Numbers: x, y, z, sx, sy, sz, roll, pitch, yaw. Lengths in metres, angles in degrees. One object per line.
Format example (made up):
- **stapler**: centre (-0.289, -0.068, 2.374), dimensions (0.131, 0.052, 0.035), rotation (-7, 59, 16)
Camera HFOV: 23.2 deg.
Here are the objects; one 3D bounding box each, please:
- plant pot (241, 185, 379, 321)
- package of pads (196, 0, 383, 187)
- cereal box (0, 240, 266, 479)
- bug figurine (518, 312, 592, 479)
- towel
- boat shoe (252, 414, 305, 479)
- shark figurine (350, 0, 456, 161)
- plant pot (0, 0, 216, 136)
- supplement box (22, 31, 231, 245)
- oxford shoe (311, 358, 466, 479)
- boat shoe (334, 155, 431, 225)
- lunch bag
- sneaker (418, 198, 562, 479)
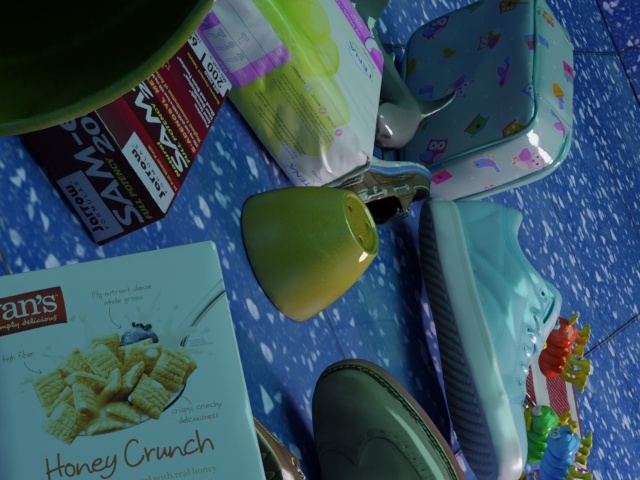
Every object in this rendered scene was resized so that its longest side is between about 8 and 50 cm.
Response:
- **plant pot**: centre (0.000, 0.000, 1.518), dimensions (0.134, 0.095, 0.134), rotation (48, 29, -38)
- **package of pads**: centre (-0.043, -0.221, 1.622), dimensions (0.296, 0.101, 0.229), rotation (53, 26, -28)
- **cereal box**: centre (-0.131, 0.128, 1.035), dimensions (0.047, 0.173, 0.240), rotation (106, -28, -67)
- **bug figurine**: centre (0.269, 0.224, 1.824), dimensions (0.279, 0.072, 0.216), rotation (-79, 178, -54)
- **towel**: centre (0.254, 0.133, 2.026), dimensions (0.329, 0.037, 0.237), rotation (51, 26, -37)
- **boat shoe**: centre (-0.048, 0.195, 1.284), dimensions (0.060, 0.064, 0.178), rotation (-88, 153, -54)
- **shark figurine**: centre (0.100, -0.188, 1.874), dimensions (0.166, 0.116, 0.278), rotation (66, 12, -45)
- **plant pot**: centre (-0.237, -0.314, 1.031), dimensions (0.366, 0.366, 0.353), rotation (51, 16, -32)
- **supplement box**: centre (-0.160, -0.116, 1.310), dimensions (0.130, 0.073, 0.239), rotation (57, 26, -23)
- **oxford shoe**: centre (0.066, 0.274, 1.381), dimensions (0.130, 0.123, 0.348), rotation (-12, 79, -61)
- **boat shoe**: centre (0.070, -0.052, 1.770), dimensions (0.183, 0.066, 0.066), rotation (5, 68, -53)
- **lunch bag**: centre (0.204, -0.182, 1.978), dimensions (0.108, 0.224, 0.279), rotation (43, 38, -36)
- **sneaker**: centre (0.212, 0.100, 1.766), dimensions (0.135, 0.150, 0.366), rotation (98, -14, -59)
